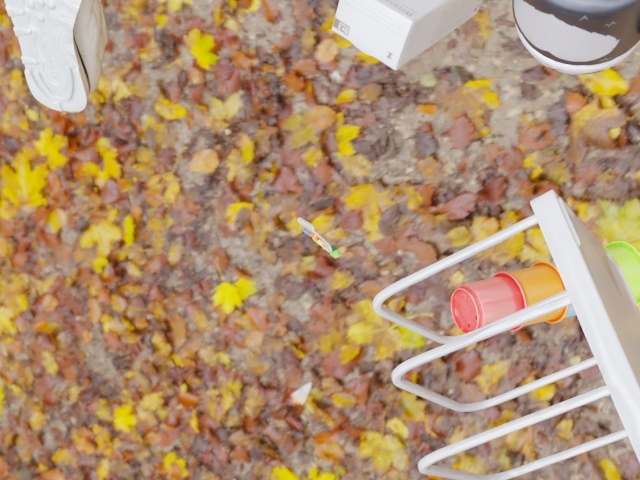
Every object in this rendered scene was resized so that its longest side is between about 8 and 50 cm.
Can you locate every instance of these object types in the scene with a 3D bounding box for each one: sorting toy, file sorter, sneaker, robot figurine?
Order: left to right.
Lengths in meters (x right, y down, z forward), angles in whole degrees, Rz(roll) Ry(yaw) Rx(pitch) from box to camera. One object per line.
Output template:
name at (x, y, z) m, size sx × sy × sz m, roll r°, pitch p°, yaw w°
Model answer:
sneaker at (-0.268, -0.251, 0.864) m, size 0.090 × 0.095 × 0.235 m, roll 18°, pitch 135°, yaw 4°
sorting toy at (0.000, 0.000, 1.143) m, size 0.012 × 0.083 × 0.062 m, roll -46°, pitch 116°, yaw -6°
file sorter at (0.172, 0.145, 0.611) m, size 0.173 × 0.193 × 0.277 m, roll -27°, pitch 61°, yaw 22°
robot figurine at (0.308, -0.301, 0.960) m, size 0.174 × 0.278 × 0.209 m, roll -21°, pitch 75°, yaw 7°

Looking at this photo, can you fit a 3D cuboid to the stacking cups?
stacking cups at (0.310, 0.054, 1.052) m, size 0.096 × 0.316 × 0.096 m, roll 173°, pitch 90°, yaw -68°

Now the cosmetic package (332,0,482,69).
cosmetic package at (0.133, -0.340, 1.163) m, size 0.117 × 0.231 × 0.085 m, roll 35°, pitch 138°, yaw 16°
